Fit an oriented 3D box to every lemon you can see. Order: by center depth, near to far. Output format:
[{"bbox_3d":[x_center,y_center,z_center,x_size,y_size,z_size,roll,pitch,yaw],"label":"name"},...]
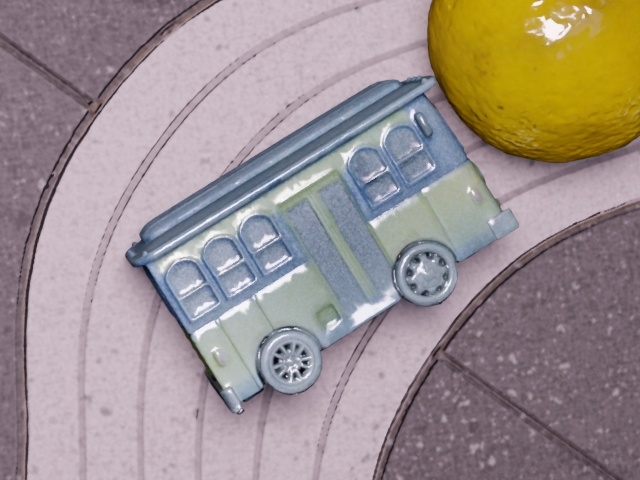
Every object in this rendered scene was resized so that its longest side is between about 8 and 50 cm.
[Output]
[{"bbox_3d":[0.212,-0.183,1.396,0.228,0.253,0.228,-7,69,19],"label":"lemon"}]

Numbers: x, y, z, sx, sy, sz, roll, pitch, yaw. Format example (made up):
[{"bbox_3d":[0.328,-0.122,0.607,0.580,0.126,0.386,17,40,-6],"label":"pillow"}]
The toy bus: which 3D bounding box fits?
[{"bbox_3d":[0.000,0.000,1.407,0.312,0.152,0.190,-32,98,-7],"label":"toy bus"}]
